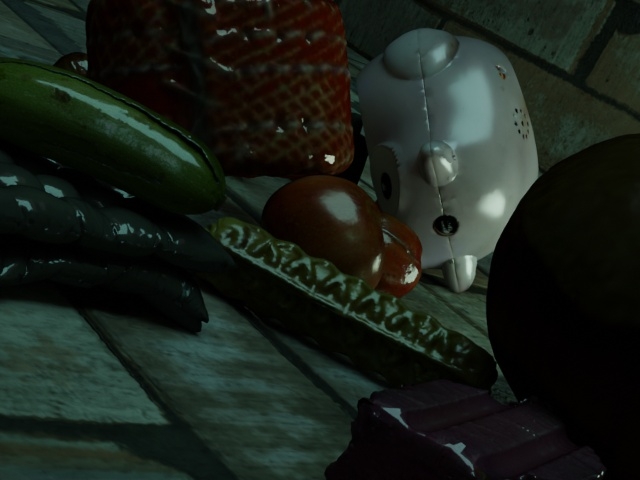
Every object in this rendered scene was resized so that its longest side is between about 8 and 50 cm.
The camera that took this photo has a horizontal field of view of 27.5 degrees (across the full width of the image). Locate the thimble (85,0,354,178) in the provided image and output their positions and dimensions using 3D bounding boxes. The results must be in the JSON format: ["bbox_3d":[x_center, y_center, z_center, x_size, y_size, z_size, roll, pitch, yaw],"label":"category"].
[{"bbox_3d":[-0.121,-0.190,1.634,0.350,0.231,0.350,-1,1,0],"label":"thimble"}]

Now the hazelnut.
[{"bbox_3d":[0.348,0.091,1.381,0.352,0.421,0.421,0,25,-25],"label":"hazelnut"}]

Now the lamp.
[{"bbox_3d":[-0.016,-0.172,2.193,0.203,0.124,0.283,17,12,-1],"label":"lamp"}]

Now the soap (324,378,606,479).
[{"bbox_3d":[0.145,0.203,1.162,0.182,0.112,0.289,34,16,22],"label":"soap"}]

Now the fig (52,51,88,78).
[{"bbox_3d":[-0.324,-0.199,1.821,0.125,0.089,0.089,54,24,22],"label":"fig"}]

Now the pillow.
[{"bbox_3d":[-0.264,-0.022,1.256,0.326,0.101,0.228,15,15,-45],"label":"pillow"}]

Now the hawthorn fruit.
[{"bbox_3d":[0.073,0.020,1.677,0.128,0.128,0.128,25,14,-7],"label":"hawthorn fruit"}]

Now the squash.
[{"bbox_3d":[-0.243,-0.117,1.265,0.341,0.094,0.094,23,14,-1],"label":"squash"}]

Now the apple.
[{"bbox_3d":[0.000,0.000,1.539,0.139,0.163,0.163,-2,21,-12],"label":"apple"}]

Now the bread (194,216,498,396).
[{"bbox_3d":[0.024,0.081,1.431,0.367,0.084,0.077,28,20,4],"label":"bread"}]

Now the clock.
[{"bbox_3d":[0.202,-0.131,2.005,0.250,0.368,0.377,-11,34,7],"label":"clock"}]
